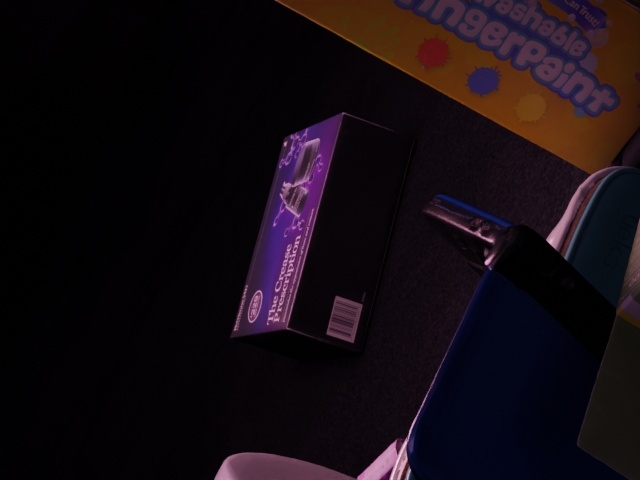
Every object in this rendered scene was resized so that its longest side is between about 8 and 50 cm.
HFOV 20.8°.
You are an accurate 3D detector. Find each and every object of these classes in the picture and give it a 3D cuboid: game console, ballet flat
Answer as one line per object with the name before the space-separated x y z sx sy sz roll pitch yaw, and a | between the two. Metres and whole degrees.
game console | 0.163 0.135 1.179 0.173 0.293 0.250 -48 20 -4
ballet flat | 0.172 0.116 1.389 0.400 0.139 0.139 -56 14 -25

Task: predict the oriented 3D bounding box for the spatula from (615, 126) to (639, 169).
spatula | 0.325 -0.139 1.439 0.296 0.030 0.084 -49 28 45

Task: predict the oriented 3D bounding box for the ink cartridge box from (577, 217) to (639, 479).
ink cartridge box | 0.265 0.077 1.102 0.056 0.171 0.235 -54 6 41

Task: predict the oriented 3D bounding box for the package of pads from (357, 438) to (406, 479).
package of pads | 0.076 0.229 1.711 0.083 0.050 0.032 -51 28 43

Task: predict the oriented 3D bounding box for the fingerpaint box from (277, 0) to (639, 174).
fingerpaint box | 0.079 -0.290 1.589 0.163 0.445 0.371 -54 26 21

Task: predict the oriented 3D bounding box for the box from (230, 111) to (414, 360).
box | 0.000 0.000 2.042 0.184 0.103 0.261 160 126 -68

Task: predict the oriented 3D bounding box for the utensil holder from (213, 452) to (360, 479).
utensil holder | -0.018 0.407 1.406 0.385 0.327 0.327 -67 21 5
